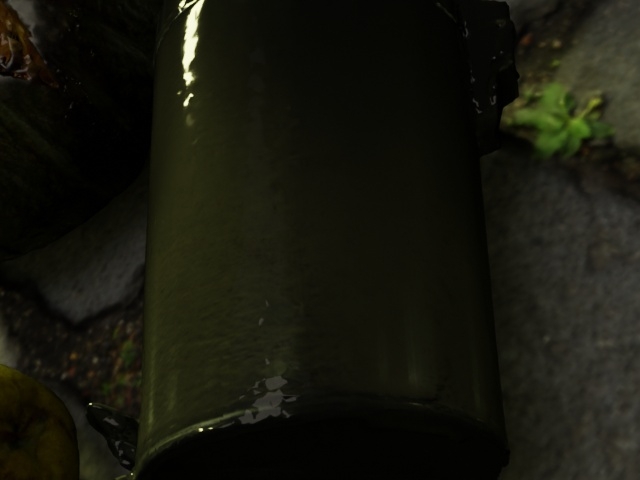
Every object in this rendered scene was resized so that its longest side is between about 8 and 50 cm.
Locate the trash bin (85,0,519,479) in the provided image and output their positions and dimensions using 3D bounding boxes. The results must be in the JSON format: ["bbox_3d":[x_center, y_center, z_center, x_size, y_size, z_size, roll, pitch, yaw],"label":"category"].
[{"bbox_3d":[0.000,0.000,0.660,0.252,0.203,0.301,-5,58,7],"label":"trash bin"}]

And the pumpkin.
[{"bbox_3d":[-0.255,-0.128,0.899,0.320,0.192,0.320,-15,53,22],"label":"pumpkin"}]

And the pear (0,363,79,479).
[{"bbox_3d":[-0.237,0.154,0.745,0.162,0.149,0.149,-33,50,19],"label":"pear"}]
